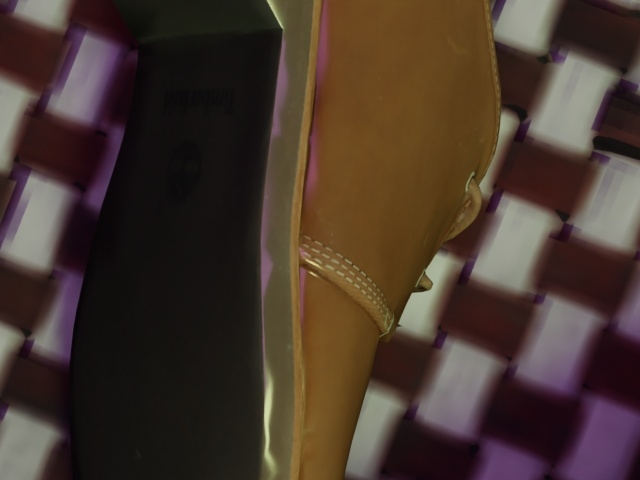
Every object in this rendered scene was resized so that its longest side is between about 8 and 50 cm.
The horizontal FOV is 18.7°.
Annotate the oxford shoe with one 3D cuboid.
[{"bbox_3d":[0.000,0.000,0.364,0.076,0.076,0.212,1,101,-35],"label":"oxford shoe"}]
